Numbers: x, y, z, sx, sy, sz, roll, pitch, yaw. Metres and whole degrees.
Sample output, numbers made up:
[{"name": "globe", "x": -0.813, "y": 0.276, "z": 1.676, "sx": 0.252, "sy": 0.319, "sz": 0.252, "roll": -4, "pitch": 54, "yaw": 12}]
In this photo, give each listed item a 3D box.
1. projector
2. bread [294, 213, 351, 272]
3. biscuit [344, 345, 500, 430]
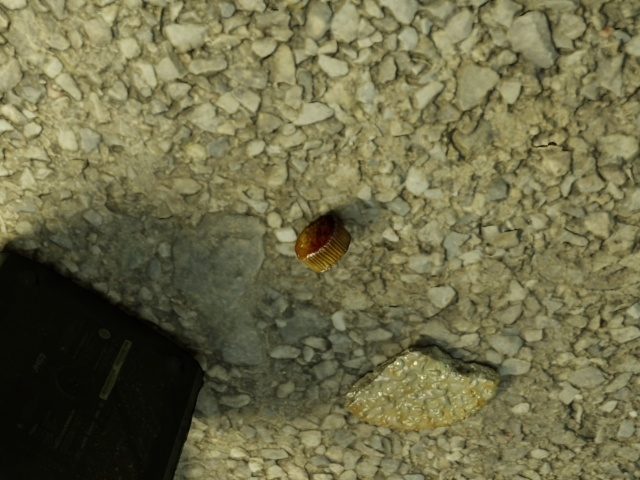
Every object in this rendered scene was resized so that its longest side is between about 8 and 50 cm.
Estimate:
[{"name": "projector", "x": -0.411, "y": 0.273, "z": 1.158, "sx": 0.405, "sy": 0.395, "sz": 0.242, "roll": 33, "pitch": 120, "yaw": -15}, {"name": "bread", "x": 0.000, "y": 0.000, "z": 1.135, "sx": 0.085, "sy": 0.085, "sz": 0.053, "roll": -33, "pitch": 120, "yaw": 23}, {"name": "biscuit", "x": 0.168, "y": 0.247, "z": 1.310, "sx": 0.265, "sy": 0.040, "sz": 0.188, "roll": -8, "pitch": 122, "yaw": 8}]
